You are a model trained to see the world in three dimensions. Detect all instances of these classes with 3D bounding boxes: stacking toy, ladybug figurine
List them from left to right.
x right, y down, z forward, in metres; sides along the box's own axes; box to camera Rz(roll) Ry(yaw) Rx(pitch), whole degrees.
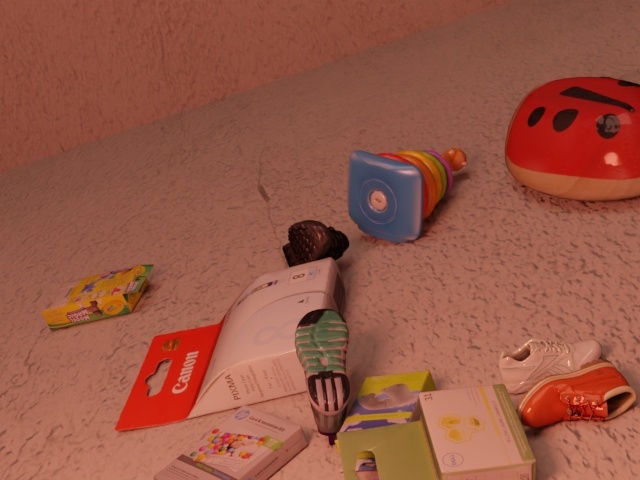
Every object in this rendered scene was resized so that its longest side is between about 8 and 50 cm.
[{"bbox_3d":[0.200,-0.125,2.241,0.175,0.166,0.302,18,31,33],"label":"stacking toy"},{"bbox_3d":[0.515,-0.203,2.107,0.305,0.162,0.449,-28,25,-18],"label":"ladybug figurine"}]

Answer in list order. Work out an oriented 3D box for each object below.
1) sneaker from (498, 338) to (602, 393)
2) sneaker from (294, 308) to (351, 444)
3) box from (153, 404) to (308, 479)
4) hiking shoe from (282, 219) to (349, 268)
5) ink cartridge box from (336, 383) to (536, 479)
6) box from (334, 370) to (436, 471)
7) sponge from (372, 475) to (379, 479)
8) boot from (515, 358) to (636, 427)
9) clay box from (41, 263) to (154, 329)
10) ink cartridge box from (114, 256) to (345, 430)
[{"bbox_3d":[0.325,0.167,1.588,0.152,0.061,0.054,-19,21,0],"label":"sneaker"},{"bbox_3d":[0.003,0.200,1.687,0.083,0.098,0.224,0,36,0],"label":"sneaker"},{"bbox_3d":[-0.131,0.324,1.648,0.186,0.038,0.145,-34,27,-31],"label":"box"},{"bbox_3d":[0.000,0.000,2.099,0.114,0.086,0.227,-22,-7,-17],"label":"hiking shoe"},{"bbox_3d":[0.144,0.267,1.454,0.235,0.056,0.171,-5,28,-3],"label":"ink cartridge box"},{"bbox_3d":[0.092,0.257,1.605,0.109,0.042,0.178,-9,25,25],"label":"box"},{"bbox_3d":[0.087,0.366,1.386,0.117,0.031,0.210,-25,24,-13],"label":"sponge"},{"bbox_3d":[0.338,0.214,1.482,0.157,0.059,0.084,-23,28,-8],"label":"boot"},{"bbox_3d":[-0.456,0.116,2.343,0.222,0.053,0.127,-12,25,17],"label":"clay box"},{"bbox_3d":[-0.158,0.173,1.930,0.384,0.091,0.308,-13,25,12],"label":"ink cartridge box"}]
